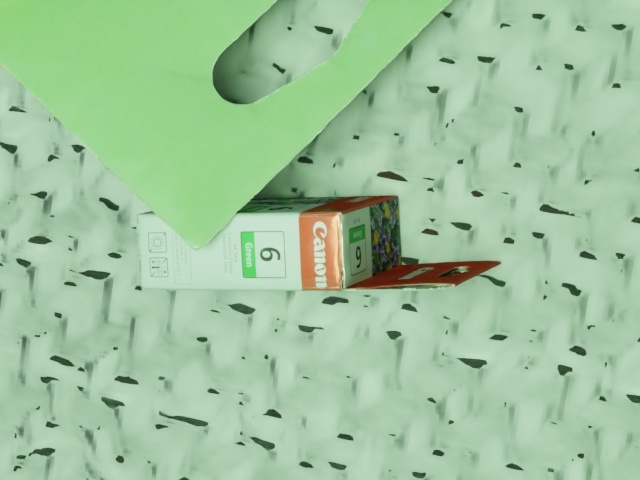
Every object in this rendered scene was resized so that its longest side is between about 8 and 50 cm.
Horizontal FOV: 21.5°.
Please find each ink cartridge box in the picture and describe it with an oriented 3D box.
[{"bbox_3d":[-0.070,-0.137,0.583,0.235,0.056,0.171,43,81,15],"label":"ink cartridge box"},{"bbox_3d":[0.000,0.000,0.595,0.115,0.063,0.029,-1,96,21],"label":"ink cartridge box"}]
